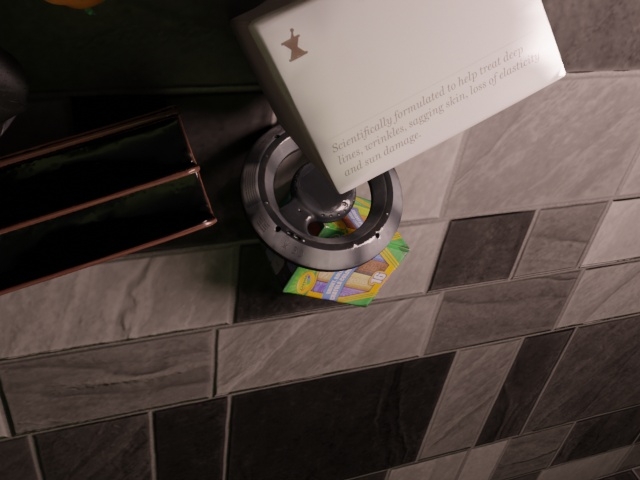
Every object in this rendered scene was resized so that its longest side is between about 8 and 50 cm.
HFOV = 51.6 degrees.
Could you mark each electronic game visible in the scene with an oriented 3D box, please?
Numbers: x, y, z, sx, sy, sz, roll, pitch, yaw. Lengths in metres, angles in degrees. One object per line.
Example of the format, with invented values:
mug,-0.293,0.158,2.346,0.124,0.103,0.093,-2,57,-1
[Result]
electronic game,0.004,-0.067,0.904,0.229,0.229,0.048,-8,162,-19

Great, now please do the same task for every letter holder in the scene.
letter holder,-0.284,-0.040,0.755,0.302,0.214,0.151,-19,101,-9

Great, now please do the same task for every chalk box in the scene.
chalk box,0.000,0.000,1.011,0.213,0.132,0.132,15,121,-35

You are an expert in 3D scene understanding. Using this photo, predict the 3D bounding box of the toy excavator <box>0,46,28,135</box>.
toy excavator,-0.552,-0.109,0.558,0.432,0.445,0.222,-58,163,0

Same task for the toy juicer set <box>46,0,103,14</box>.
toy juicer set,-0.339,-0.268,0.565,0.329,0.209,0.089,15,113,-35

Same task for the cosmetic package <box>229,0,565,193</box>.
cosmetic package,0.040,-0.199,0.665,0.217,0.385,0.156,-27,112,1
